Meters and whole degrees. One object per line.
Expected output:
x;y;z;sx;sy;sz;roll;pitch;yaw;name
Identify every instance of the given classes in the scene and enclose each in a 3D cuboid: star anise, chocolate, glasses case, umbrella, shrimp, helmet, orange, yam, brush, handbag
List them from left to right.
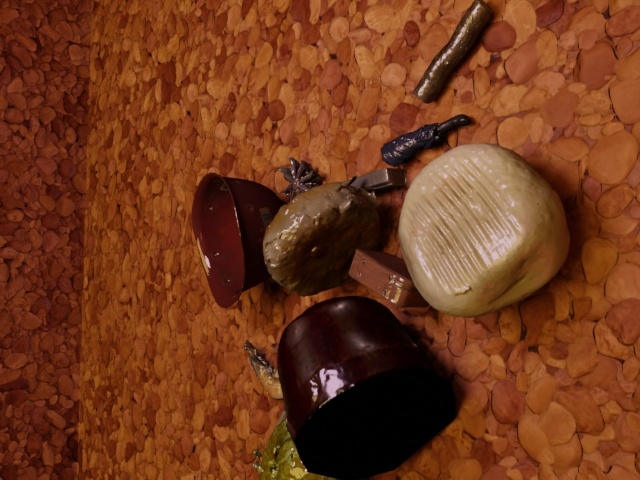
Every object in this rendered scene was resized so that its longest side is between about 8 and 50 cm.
-0.206;-0.016;1.933;0.337;0.230;0.385;-2;98;58;helmet
-0.150;0.363;1.982;0.251;0.052;0.144;42;107;34;shrimp
-0.102;0.497;1.918;0.299;0.042;0.039;-63;27;26;brush
-0.053;-0.147;1.894;0.204;0.061;0.181;11;103;51;star anise
-0.026;0.577;1.682;0.301;0.223;0.300;-62;32;30;orange
0.070;0.308;1.536;0.384;0.383;0.331;-61;32;26;chocolate
0.119;-0.139;1.690;0.205;0.070;0.047;-12;81;47;glasses case
0.173;0.088;1.549;0.193;0.151;0.072;31;106;48;handbag
0.249;-0.241;1.566;0.248;0.071;0.071;-24;69;38;umbrella
0.301;-0.427;1.512;0.253;0.061;0.061;-55;49;29;yam

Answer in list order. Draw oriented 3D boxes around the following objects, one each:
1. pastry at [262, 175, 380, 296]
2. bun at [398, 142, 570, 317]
0.000;0.000;1.637;0.330;0.329;0.136;-58;42;28;pastry
0.324;-0.011;1.342;0.361;0.213;0.361;-19;59;36;bun
